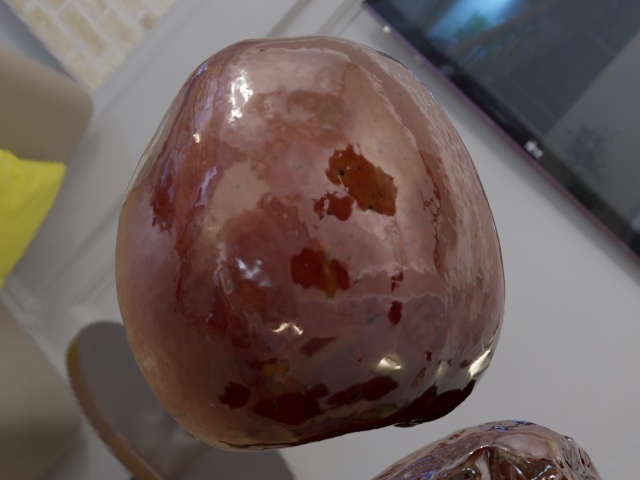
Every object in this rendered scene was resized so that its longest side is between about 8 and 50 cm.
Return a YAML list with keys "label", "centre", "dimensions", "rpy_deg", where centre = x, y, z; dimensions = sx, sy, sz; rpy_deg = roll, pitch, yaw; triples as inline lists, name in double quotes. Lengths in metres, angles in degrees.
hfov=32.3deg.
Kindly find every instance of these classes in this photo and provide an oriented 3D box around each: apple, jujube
- label: "apple"
  centre: [0.000, 0.000, 0.959]
  dimensions: [0.329, 0.295, 0.365]
  rpy_deg: [48, 30, -63]
- label: "jujube"
  centre: [0.142, 0.361, 1.165]
  dimensions: [0.276, 0.377, 0.276]
  rpy_deg: [51, 11, -15]
